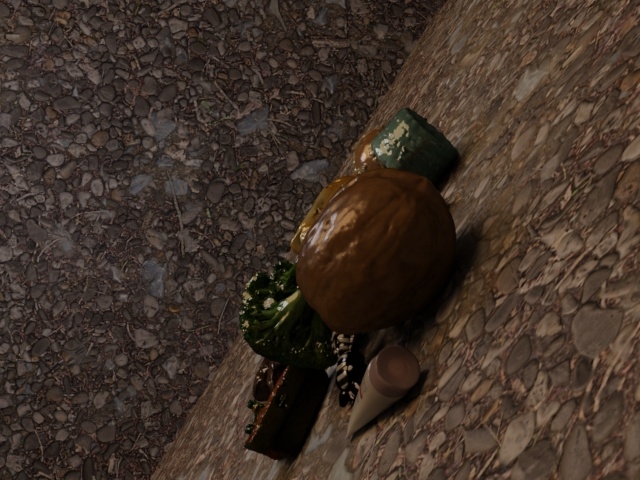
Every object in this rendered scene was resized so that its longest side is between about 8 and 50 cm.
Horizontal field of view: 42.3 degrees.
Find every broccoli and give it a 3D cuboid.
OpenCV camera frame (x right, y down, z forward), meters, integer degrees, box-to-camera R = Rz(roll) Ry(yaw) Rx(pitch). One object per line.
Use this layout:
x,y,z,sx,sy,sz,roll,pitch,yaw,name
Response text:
-0.047,0.161,1.881,0.308,0.308,0.275,-66,-4,-46,broccoli

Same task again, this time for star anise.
-0.088,0.312,2.299,0.315,0.108,0.315,-54,17,24,star anise

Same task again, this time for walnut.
0.118,0.017,1.641,0.344,0.306,0.306,-61,6,23,walnut

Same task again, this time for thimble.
0.242,-0.233,2.128,0.143,0.198,0.235,-49,-8,19,thimble

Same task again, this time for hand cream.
0.104,0.269,1.514,0.133,0.083,0.248,-60,-1,-34,hand cream

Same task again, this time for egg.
0.200,-0.239,2.427,0.245,0.203,0.203,-49,3,-35,egg

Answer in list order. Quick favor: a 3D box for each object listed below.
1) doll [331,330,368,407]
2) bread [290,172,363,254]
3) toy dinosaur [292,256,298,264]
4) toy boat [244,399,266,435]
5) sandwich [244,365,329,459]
0.062,0.244,1.724,0.091,0.067,0.219,-41,42,43,doll
0.059,-0.054,2.011,0.173,0.121,0.311,-9,29,29,bread
-0.002,-0.001,2.150,0.363,0.076,0.147,-45,-13,-17,toy dinosaur
-0.155,0.471,2.154,0.089,0.088,0.229,-56,8,3,toy boat
-0.083,0.411,1.937,0.212,0.109,0.292,-62,-1,31,sandwich
